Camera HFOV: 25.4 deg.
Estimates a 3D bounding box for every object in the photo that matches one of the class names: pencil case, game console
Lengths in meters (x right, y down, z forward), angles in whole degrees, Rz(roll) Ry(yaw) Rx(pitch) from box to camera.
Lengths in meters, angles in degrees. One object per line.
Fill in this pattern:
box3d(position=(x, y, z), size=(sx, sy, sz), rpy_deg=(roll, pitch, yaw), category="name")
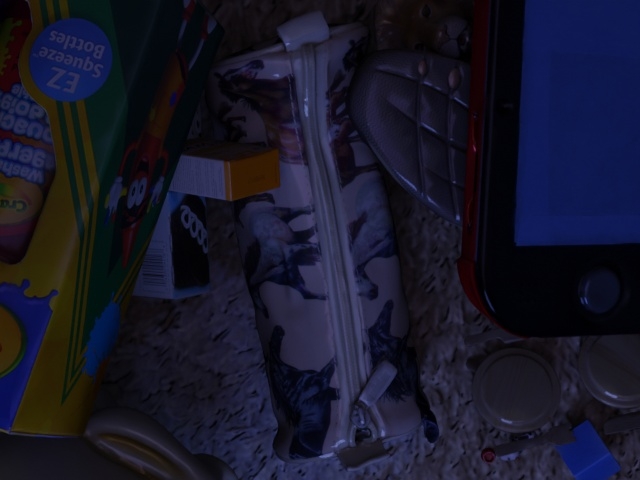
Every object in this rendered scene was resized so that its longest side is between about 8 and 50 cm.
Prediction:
box3d(position=(0.000, 0.000, 1.304), size=(0.160, 0.183, 0.410), rpy_deg=(-13, 98, -21), category="pencil case")
box3d(position=(0.283, -0.111, 1.218), size=(0.342, 0.060, 0.386), rpy_deg=(0, 97, -19), category="game console")

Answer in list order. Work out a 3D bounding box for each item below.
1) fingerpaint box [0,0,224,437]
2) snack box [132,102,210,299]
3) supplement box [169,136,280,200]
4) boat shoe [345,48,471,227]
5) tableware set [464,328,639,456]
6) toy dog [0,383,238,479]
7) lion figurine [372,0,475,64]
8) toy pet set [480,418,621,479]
box3d(position=(-0.357, -0.083, 1.158), size=(0.445, 0.163, 0.371), rpy_deg=(18, 85, 13), category="fingerpaint box")
box3d(position=(-0.198, -0.112, 1.307), size=(0.187, 0.060, 0.322), rpy_deg=(4, 101, 33), category="snack box")
box3d(position=(-0.090, -0.062, 1.212), size=(0.098, 0.062, 0.036), rpy_deg=(10, 110, 40), category="supplement box")
box3d(position=(0.160, -0.058, 1.285), size=(0.355, 0.130, 0.132), rpy_deg=(30, 85, -23), category="boat shoe")
box3d(position=(0.242, 0.137, 1.387), size=(0.194, 0.039, 0.128), rpy_deg=(-12, 69, -4), category="tableware set")
box3d(position=(-0.263, 0.258, 1.253), size=(0.395, 0.408, 0.284), rpy_deg=(10, 120, -24), category="toy dog")
box3d(position=(0.188, -0.325, 1.291), size=(0.240, 0.142, 0.392), rpy_deg=(9, 86, 5), category="lion figurine")
box3d(position=(0.237, 0.238, 1.398), size=(0.114, 0.065, 0.122), rpy_deg=(-34, 97, 6), category="toy pet set")
